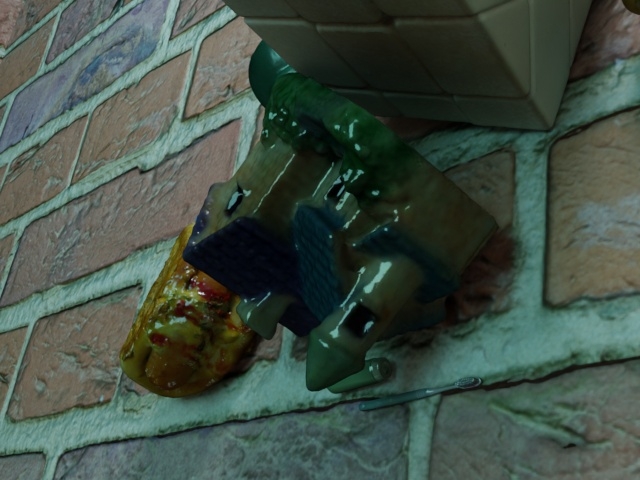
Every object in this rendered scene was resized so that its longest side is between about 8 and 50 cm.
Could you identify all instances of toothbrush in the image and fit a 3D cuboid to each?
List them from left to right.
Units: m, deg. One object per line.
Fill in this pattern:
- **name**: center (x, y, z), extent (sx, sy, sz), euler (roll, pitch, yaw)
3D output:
- **toothbrush**: center (0.104, 0.169, 0.930), extent (0.167, 0.014, 0.011), euler (-22, 59, 39)

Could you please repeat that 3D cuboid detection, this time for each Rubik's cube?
- **Rubik's cube**: center (0.116, -0.340, 0.961), extent (0.315, 0.318, 0.322), euler (10, 75, 36)

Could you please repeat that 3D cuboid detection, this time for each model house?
- **model house**: center (0.000, 0.000, 0.973), extent (0.280, 0.245, 0.312), euler (-52, 28, 4)

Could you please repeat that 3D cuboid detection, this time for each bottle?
- **bottle**: center (0.044, 0.158, 0.992), extent (0.083, 0.030, 0.030), euler (-22, 51, 38)

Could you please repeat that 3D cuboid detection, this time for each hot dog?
- **hot dog**: center (-0.172, 0.105, 1.190), extent (0.153, 0.150, 0.257), euler (15, 77, 62)

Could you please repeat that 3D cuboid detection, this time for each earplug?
- **earplug**: center (0.012, -0.273, 1.218), extent (0.257, 0.164, 0.280), euler (-27, 54, 25)

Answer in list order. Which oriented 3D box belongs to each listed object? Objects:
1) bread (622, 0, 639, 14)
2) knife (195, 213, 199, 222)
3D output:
- **bread**: center (0.386, -0.350, 0.897), extent (0.074, 0.092, 0.239), euler (15, 78, 31)
- **knife**: center (-0.109, -0.052, 1.321), extent (0.313, 0.019, 0.045), euler (-10, 51, 46)
